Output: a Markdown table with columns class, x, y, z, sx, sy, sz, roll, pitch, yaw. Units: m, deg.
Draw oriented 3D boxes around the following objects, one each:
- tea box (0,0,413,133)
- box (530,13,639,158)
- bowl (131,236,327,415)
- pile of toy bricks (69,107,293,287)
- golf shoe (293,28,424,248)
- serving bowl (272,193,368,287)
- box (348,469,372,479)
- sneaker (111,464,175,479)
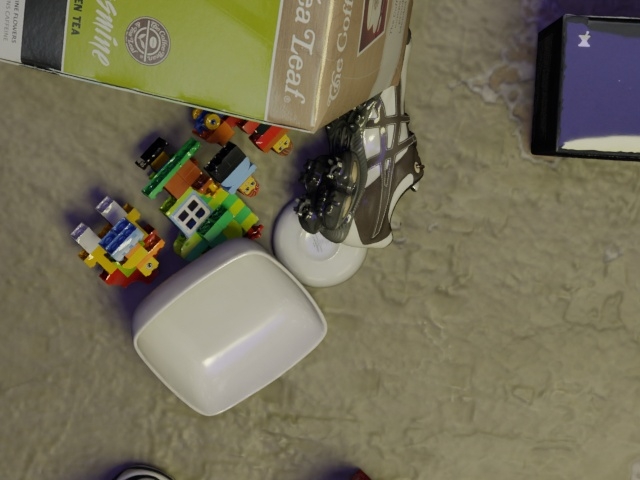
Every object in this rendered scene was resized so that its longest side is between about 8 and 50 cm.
| class | x | y | z | sx | sy | sz | roll | pitch | yaw |
| --- | --- | --- | --- | --- | --- | --- | --- | --- | --- |
| tea box | -0.090 | -0.288 | 1.508 | 0.323 | 0.220 | 0.329 | 15 | 109 | 16 |
| box | 0.253 | -0.118 | 1.576 | 0.153 | 0.207 | 0.108 | 3 | 92 | 2 |
| bowl | -0.080 | 0.064 | 1.648 | 0.142 | 0.053 | 0.142 | -35 | 133 | 5 |
| pile of toy bricks | -0.093 | -0.030 | 1.653 | 0.212 | 0.118 | 0.105 | -47 | 123 | -6 |
| golf shoe | 0.047 | -0.087 | 1.660 | 0.094 | 0.077 | 0.198 | 25 | 80 | -31 |
| serving bowl | 0.000 | 0.000 | 1.679 | 0.083 | 0.027 | 0.083 | 0 | 92 | 1 |
| box | -0.012 | 0.330 | 1.645 | 0.128 | 0.122 | 0.257 | 44 | 93 | 0 |
| sneaker | -0.182 | 0.308 | 1.634 | 0.094 | 0.153 | 0.235 | 26 | 93 | 2 |
